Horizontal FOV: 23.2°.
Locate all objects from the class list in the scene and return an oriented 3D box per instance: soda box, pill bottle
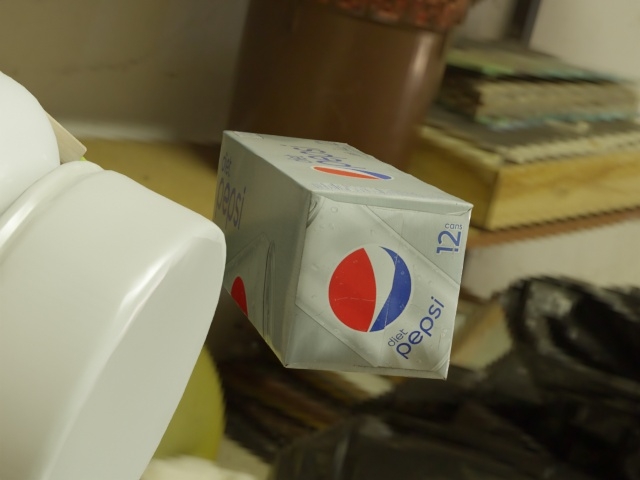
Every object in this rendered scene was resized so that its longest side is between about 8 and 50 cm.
[{"bbox_3d":[0.000,0.000,0.928,0.091,0.098,0.286,6,9,-14],"label":"soda box"},{"bbox_3d":[-0.234,-0.007,0.619,0.361,0.204,0.204,26,18,9],"label":"pill bottle"}]

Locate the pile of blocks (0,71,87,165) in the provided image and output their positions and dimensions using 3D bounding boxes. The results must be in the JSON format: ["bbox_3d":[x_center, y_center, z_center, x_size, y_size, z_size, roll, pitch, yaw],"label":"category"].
[{"bbox_3d":[-0.191,0.026,1.140,0.149,0.112,0.362,19,-24,33],"label":"pile of blocks"}]
